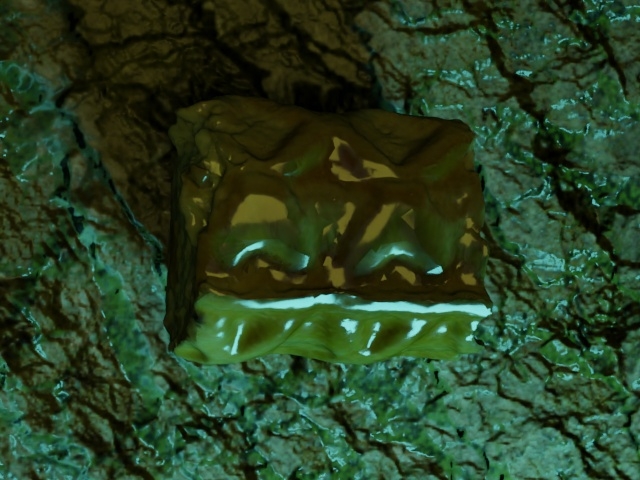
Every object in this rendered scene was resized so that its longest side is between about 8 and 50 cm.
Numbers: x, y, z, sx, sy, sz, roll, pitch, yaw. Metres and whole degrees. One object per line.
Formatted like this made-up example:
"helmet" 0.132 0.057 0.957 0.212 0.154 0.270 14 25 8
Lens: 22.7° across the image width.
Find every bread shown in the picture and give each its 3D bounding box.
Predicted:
"bread" 0.001 -0.003 1.283 0.252 0.196 0.239 -5 100 -13
